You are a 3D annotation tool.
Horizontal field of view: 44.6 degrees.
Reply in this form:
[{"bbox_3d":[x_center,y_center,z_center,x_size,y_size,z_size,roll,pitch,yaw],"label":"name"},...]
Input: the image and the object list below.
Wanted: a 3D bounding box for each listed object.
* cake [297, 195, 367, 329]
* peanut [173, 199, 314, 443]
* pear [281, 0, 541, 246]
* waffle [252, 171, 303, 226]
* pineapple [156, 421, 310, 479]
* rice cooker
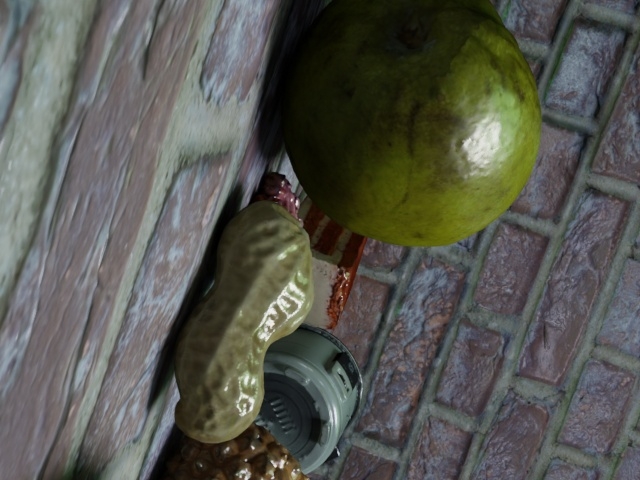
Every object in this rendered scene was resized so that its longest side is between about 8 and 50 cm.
[{"bbox_3d":[0.000,0.000,1.386,0.159,0.158,0.262,101,8,-61],"label":"cake"},{"bbox_3d":[-0.090,0.096,0.936,0.120,0.136,0.298,102,9,-73],"label":"peanut"},{"bbox_3d":[0.109,-0.160,1.012,0.413,0.352,0.351,82,27,-69],"label":"pear"},{"bbox_3d":[-0.074,0.032,1.119,0.221,0.056,0.234,79,26,-54],"label":"waffle"},{"bbox_3d":[-0.173,0.426,1.054,0.357,0.223,0.222,-52,164,-37],"label":"pineapple"},{"bbox_3d":[-0.054,0.277,1.379,0.241,0.280,0.227,-30,-179,16],"label":"rice cooker"}]
